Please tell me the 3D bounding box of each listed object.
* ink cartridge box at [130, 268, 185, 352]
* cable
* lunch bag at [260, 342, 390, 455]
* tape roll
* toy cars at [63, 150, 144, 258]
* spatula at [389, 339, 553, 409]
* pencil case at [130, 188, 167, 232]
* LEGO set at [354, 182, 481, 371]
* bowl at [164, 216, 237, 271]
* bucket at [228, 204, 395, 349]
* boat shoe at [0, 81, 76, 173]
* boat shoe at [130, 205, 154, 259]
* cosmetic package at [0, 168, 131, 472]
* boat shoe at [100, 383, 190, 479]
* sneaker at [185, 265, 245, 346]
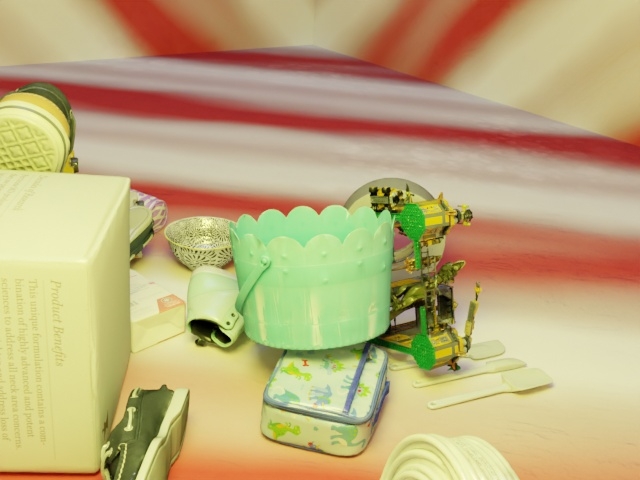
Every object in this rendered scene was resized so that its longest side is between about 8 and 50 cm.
[{"bbox_3d":[-0.349,0.117,1.478,0.198,0.067,0.115,26,31,37],"label":"ink cartridge box"},{"bbox_3d":[0.141,0.330,0.846,0.089,0.257,0.257,0,23,-22],"label":"cable"},{"bbox_3d":[0.013,0.229,1.265,0.176,0.090,0.219,12,26,11],"label":"lunch bag"},{"bbox_3d":[0.145,-0.015,1.679,0.219,0.219,0.072,5,23,2],"label":"tape roll"},{"bbox_3d":[-0.510,-0.066,1.804,0.393,0.087,0.176,32,51,22],"label":"toy cars"},{"bbox_3d":[0.255,0.225,1.401,0.242,0.019,0.168,-7,27,-24],"label":"spatula"},{"bbox_3d":[-0.452,-0.078,1.879,0.206,0.086,0.088,15,29,21],"label":"pencil case"},{"bbox_3d":[0.196,0.057,1.438,0.192,0.331,0.255,-10,1,-33],"label":"LEGO set"},{"bbox_3d":[-0.241,0.017,1.709,0.170,0.080,0.170,4,24,-2],"label":"bowl"},{"bbox_3d":[-0.011,0.053,1.324,0.281,0.183,0.281,-2,11,0],"label":"bucket"},{"bbox_3d":[-0.546,-0.070,1.399,0.186,0.500,0.156,26,38,-19],"label":"boat shoe"},{"bbox_3d":[-0.418,0.032,1.615,0.095,0.079,0.254,14,46,22],"label":"boat shoe"},{"bbox_3d":[-0.488,0.101,1.166,0.393,0.329,0.327,3,23,-6],"label":"cosmetic package"},{"bbox_3d":[-0.241,0.284,1.077,0.091,0.114,0.302,5,12,0],"label":"boat shoe"},{"bbox_3d":[-0.117,0.144,1.456,0.255,0.094,0.151,13,42,-8],"label":"sneaker"}]
